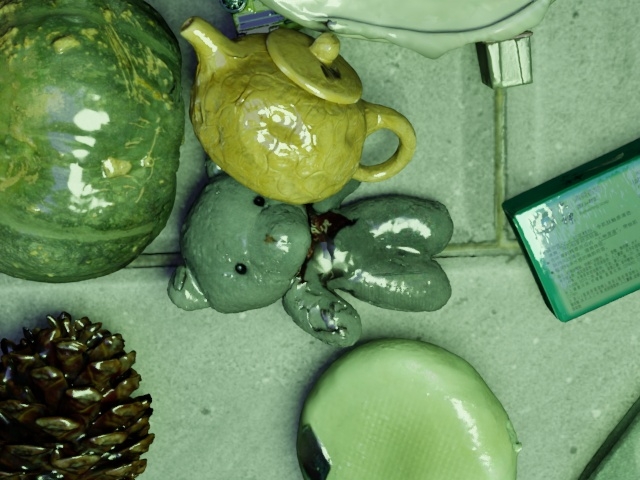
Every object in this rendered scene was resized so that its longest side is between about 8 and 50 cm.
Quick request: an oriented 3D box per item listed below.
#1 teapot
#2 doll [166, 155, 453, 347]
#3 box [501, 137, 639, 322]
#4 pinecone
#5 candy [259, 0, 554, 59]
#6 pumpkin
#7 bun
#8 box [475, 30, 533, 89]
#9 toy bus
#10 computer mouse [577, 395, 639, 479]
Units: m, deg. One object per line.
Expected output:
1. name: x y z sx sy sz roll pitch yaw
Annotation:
1. teapot: -0.018 -0.152 0.957 0.311 0.203 0.167 22 125 -26
2. doll: -0.002 -0.002 1.042 0.340 0.158 0.246 8 79 2
3. box: 0.365 -0.024 1.067 0.245 0.092 0.153 -24 100 6
4. pinecone: -0.309 0.225 1.060 0.224 0.224 0.272 5 88 0
5. candy: 0.117 -0.387 0.916 0.427 0.186 0.386 16 118 -19
6. pumpkin: -0.278 -0.124 0.960 0.257 0.291 0.327 3 115 -21
7. bun: 0.114 0.248 1.088 0.283 0.179 0.283 4 100 22
8. box: 0.217 -0.216 1.040 0.060 0.084 0.063 -8 106 2
9. toy bus: -0.073 -0.317 1.022 0.101 0.088 0.175 -12 100 4
10. computer mouse: 0.449 0.303 1.114 0.203 0.114 0.374 25 101 -5
